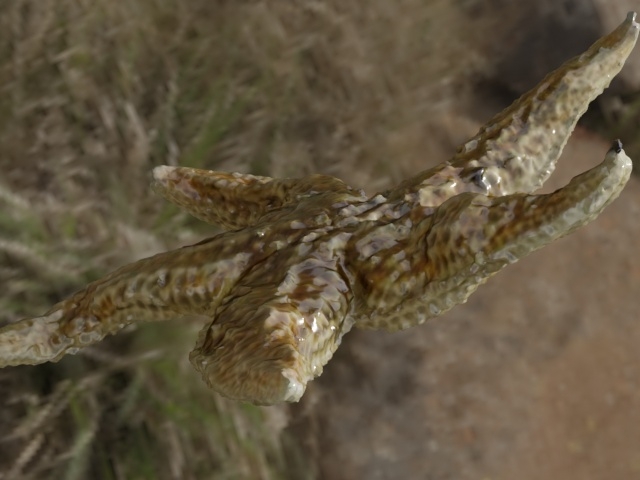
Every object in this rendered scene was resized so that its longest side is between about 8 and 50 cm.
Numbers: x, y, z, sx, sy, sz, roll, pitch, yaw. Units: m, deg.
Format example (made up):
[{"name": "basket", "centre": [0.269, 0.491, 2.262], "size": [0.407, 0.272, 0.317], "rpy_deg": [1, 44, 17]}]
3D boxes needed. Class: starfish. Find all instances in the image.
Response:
[{"name": "starfish", "centre": [0.000, 0.000, 0.675], "size": [0.236, 0.277, 0.062], "rpy_deg": [-128, -161, -73]}]
